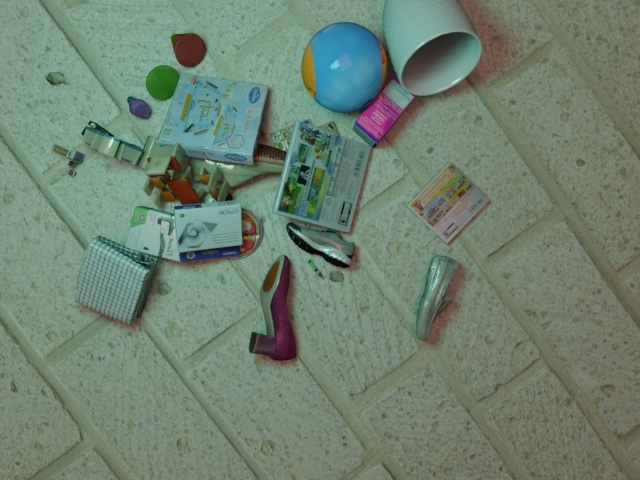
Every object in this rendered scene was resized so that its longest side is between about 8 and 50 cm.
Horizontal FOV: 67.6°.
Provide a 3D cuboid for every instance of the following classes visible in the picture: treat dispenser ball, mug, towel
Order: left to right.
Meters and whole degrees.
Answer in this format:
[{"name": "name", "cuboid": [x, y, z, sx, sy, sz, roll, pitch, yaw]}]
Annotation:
[{"name": "towel", "cuboid": [-0.720, 0.136, 1.690, 0.235, 0.121, 0.283, 26, 117, 0]}, {"name": "treat dispenser ball", "cuboid": [0.080, -0.579, 1.611, 0.288, 0.288, 0.288, 0, 93, 0]}, {"name": "mug", "cuboid": [0.388, -0.705, 1.626, 0.374, 0.276, 0.328, 0, 62, -31]}]

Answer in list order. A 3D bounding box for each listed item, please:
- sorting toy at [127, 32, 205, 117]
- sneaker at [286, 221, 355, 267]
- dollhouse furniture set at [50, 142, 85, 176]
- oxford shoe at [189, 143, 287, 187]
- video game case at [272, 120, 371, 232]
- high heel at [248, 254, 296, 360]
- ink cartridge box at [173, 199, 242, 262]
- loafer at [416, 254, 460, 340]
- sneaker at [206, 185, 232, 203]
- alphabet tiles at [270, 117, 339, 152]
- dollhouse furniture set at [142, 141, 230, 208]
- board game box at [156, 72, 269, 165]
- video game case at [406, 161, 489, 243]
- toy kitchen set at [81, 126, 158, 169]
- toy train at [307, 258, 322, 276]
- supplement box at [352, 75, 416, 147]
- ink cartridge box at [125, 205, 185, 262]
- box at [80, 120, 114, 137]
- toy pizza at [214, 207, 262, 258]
[{"name": "sorting toy", "cuboid": [-0.576, -0.609, 1.716, 0.126, 0.127, 0.365, 43, 95, 27]}, {"name": "sneaker", "cuboid": [0.000, 0.000, 1.742, 0.272, 0.100, 0.108, 27, 72, -1]}, {"name": "dollhouse furniture set", "cuboid": [-0.934, -0.297, 1.720, 0.114, 0.081, 0.091, 25, 92, -1]}, {"name": "oxford shoe", "cuboid": [-0.272, -0.266, 1.721, 0.397, 0.140, 0.146, 6, 117, 0]}, {"name": "video game case", "cuboid": [0.008, -0.218, 1.694, 0.300, 0.036, 0.328, 14, 91, -24]}, {"name": "high heel", "cuboid": [-0.134, 0.249, 1.760, 0.181, 0.127, 0.377, 18, 88, -30]}, {"name": "ink cartridge box", "cuboid": [-0.382, -0.022, 1.647, 0.223, 0.045, 0.223, -8, 121, -18]}, {"name": "loafer", "cuboid": [0.424, 0.214, 1.736, 0.112, 0.112, 0.319, 15, 92, 7]}, {"name": "sneaker", "cuboid": [-0.379, -0.113, 1.740, 0.075, 0.063, 0.170, 30, 87, 5]}, {"name": "alphabet tiles", "cuboid": [-0.040, -0.343, 1.760, 0.237, 0.009, 0.198, -21, 92, 0]}, {"name": "dollhouse furniture set", "cuboid": [-0.479, -0.192, 1.612, 0.262, 0.259, 0.135, -1, 56, 15]}, {"name": "board game box", "cuboid": [-0.360, -0.423, 1.653, 0.318, 0.066, 0.318, 9, 62, 0]}, {"name": "video game case", "cuboid": [0.469, -0.138, 1.764, 0.206, 0.026, 0.227, 43, 93, -2]}, {"name": "toy kitchen set", "cuboid": [-0.698, -0.348, 1.700, 0.166, 0.207, 0.122, 24, 93, 34]}, {"name": "toy train", "cuboid": [-0.021, 0.103, 1.772, 0.017, 0.024, 0.083, -39, 93, 1]}, {"name": "supplement box", "cuboid": [0.226, -0.455, 1.705, 0.114, 0.111, 0.220, 41, 91, -1]}, {"name": "ink cartridge box", "cuboid": [-0.564, -0.022, 1.729, 0.220, 0.092, 0.160, 14, 93, -1]}, {"name": "box", "cuboid": [-0.806, -0.383, 1.732, 0.083, 0.052, 0.062, 35, 91, -3]}, {"name": "toy pizza", "cuboid": [-0.312, -0.024, 1.732, 0.201, 0.032, 0.201, -3, 108, -8]}]
